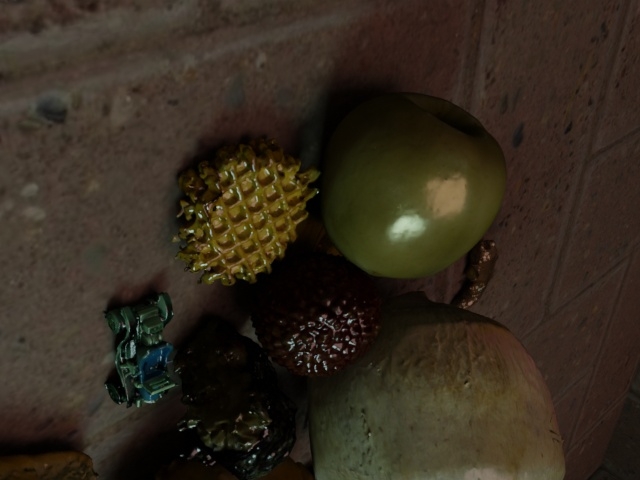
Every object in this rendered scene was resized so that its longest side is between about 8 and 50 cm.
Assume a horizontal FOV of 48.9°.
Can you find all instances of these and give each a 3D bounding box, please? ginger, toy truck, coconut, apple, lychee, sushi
[{"bbox_3d":[0.327,0.074,1.464,0.070,0.051,0.173,-9,120,-41],"label":"ginger"},{"bbox_3d":[-0.217,0.145,0.884,0.080,0.078,0.154,-19,129,-41],"label":"toy truck"},{"bbox_3d":[0.166,0.260,1.128,0.405,0.405,0.404,-28,134,-33],"label":"coconut"},{"bbox_3d":[0.123,-0.076,0.962,0.262,0.262,0.262,-28,134,-33],"label":"apple"},{"bbox_3d":[-0.004,0.099,0.971,0.188,0.188,0.188,-28,134,-33],"label":"lychee"},{"bbox_3d":[-0.127,0.212,0.937,0.147,0.212,0.115,-37,135,11],"label":"sushi"}]

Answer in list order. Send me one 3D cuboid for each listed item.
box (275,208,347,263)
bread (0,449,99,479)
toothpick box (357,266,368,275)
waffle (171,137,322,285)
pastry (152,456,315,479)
[{"bbox_3d":[0.000,0.000,1.068,0.155,0.023,0.086,10,105,-51],"label":"box"},{"bbox_3d":[-0.369,0.337,0.816,0.246,0.121,0.174,8,118,-55],"label":"bread"},{"bbox_3d":[0.049,0.087,1.160,0.052,0.052,0.083,-24,133,-36],"label":"toothpick box"},{"bbox_3d":[-0.100,-0.037,0.894,0.197,0.070,0.193,-4,119,-44],"label":"waffle"},{"bbox_3d":[-0.142,0.488,1.024,0.410,0.245,0.409,1,90,-66],"label":"pastry"}]
